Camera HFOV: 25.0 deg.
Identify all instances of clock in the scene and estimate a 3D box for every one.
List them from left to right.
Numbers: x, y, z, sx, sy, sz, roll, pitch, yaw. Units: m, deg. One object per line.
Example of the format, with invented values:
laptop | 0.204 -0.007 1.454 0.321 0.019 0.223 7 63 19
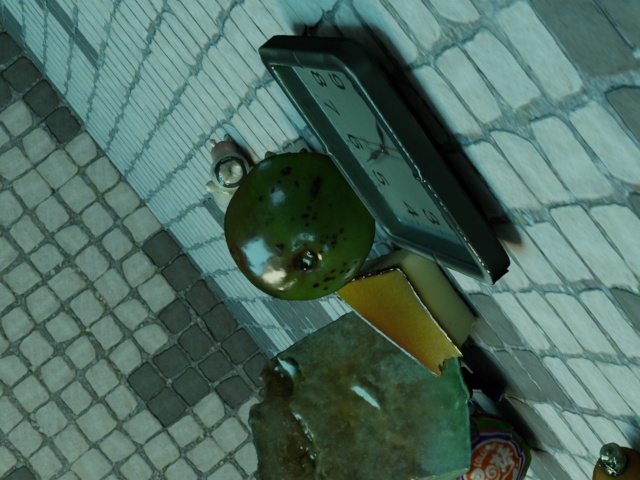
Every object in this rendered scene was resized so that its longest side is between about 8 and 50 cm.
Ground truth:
clock | 0.062 -0.090 1.417 0.273 0.049 0.279 54 170 -19

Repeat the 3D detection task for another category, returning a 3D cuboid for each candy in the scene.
candy | 0.200 0.274 1.997 0.124 0.124 0.365 52 179 -6

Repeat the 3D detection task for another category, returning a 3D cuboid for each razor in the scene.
razor | 0.202 0.182 1.839 0.028 0.044 0.154 23 178 -23

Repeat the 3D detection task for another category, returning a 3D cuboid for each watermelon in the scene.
watermelon | 0.053 0.208 1.852 0.151 0.302 0.264 39 -148 -69

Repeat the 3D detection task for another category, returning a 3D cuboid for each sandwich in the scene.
sandwich | 0.106 0.090 1.733 0.162 0.058 0.193 54 155 -10

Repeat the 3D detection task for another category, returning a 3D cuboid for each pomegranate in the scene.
pomegranate | -0.029 -0.032 1.720 0.181 0.181 0.224 56 -175 -28

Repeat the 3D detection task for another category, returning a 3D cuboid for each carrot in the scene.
carrot | 0.351 0.308 1.537 0.069 0.069 0.336 40 168 46

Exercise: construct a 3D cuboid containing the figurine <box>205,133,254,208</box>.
figurine | -0.146 -0.106 2.177 0.098 0.081 0.146 47 169 22
